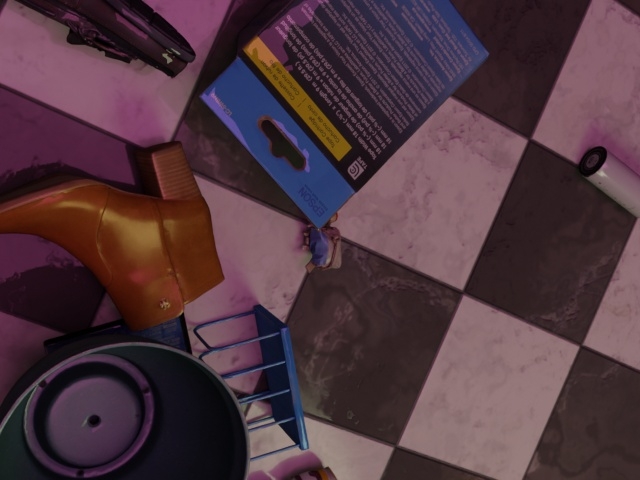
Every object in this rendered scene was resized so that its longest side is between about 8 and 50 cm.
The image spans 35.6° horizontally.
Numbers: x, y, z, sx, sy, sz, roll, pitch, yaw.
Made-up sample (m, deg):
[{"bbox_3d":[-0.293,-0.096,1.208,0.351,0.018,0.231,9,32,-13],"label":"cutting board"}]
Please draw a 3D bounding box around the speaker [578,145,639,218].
[{"bbox_3d":[0.463,-0.088,1.538,0.136,0.055,0.055,32,86,-25],"label":"speaker"}]

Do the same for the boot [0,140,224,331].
[{"bbox_3d":[-0.263,0.017,1.203,0.295,0.104,0.211,-20,107,-24],"label":"boot"}]

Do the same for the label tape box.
[{"bbox_3d":[0.021,-0.216,1.286,0.333,0.106,0.240,-46,114,-9],"label":"label tape box"}]

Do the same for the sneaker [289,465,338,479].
[{"bbox_3d":[-0.006,0.416,1.420,0.084,0.069,0.185,-12,98,-14],"label":"sneaker"}]

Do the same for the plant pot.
[{"bbox_3d":[-0.252,0.236,1.172,0.293,0.196,0.292,-5,101,-23],"label":"plant pot"}]

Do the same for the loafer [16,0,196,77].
[{"bbox_3d":[-0.289,-0.275,1.150,0.303,0.109,0.095,35,104,-20],"label":"loafer"}]

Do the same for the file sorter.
[{"bbox_3d":[-0.094,0.189,1.305,0.105,0.118,0.170,-14,105,-19],"label":"file sorter"}]

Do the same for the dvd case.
[{"bbox_3d":[-0.242,0.224,1.296,0.180,0.022,0.252,-15,105,-22],"label":"dvd case"}]

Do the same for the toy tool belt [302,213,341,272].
[{"bbox_3d":[0.000,0.000,1.348,0.051,0.052,0.083,-10,103,-31],"label":"toy tool belt"}]
